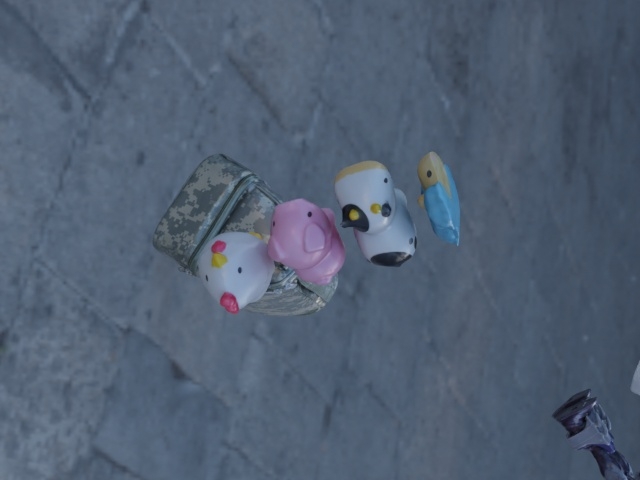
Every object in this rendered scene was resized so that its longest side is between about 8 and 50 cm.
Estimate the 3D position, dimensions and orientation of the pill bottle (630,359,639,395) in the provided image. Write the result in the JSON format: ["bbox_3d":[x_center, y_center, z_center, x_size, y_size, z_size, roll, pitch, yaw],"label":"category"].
[{"bbox_3d":[0.604,0.233,1.853,0.131,0.229,0.131,-48,151,-37],"label":"pill bottle"}]

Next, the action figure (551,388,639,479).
[{"bbox_3d":[0.473,0.373,1.883,0.285,0.099,0.185,55,21,0],"label":"action figure"}]

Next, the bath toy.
[{"bbox_3d":[0.000,0.000,1.495,0.129,0.348,0.151,-78,145,-60],"label":"bath toy"}]

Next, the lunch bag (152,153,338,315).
[{"bbox_3d":[-0.108,0.014,2.078,0.212,0.256,0.305,-58,162,-4],"label":"lunch bag"}]
